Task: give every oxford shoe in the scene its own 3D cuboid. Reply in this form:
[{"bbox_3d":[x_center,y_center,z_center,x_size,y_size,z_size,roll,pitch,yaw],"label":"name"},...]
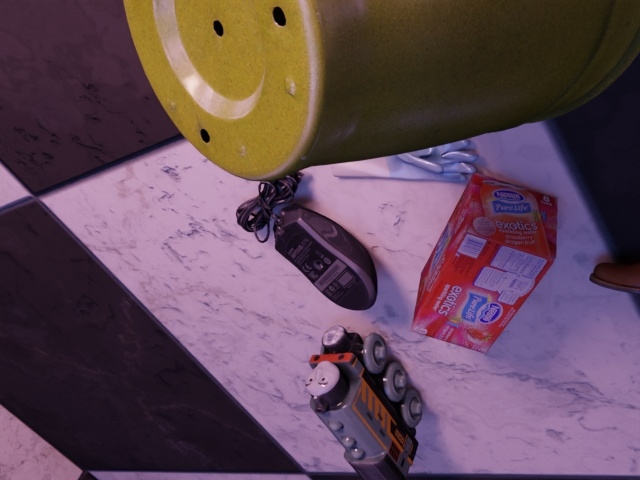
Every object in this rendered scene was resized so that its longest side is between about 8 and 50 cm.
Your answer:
[{"bbox_3d":[0.479,0.035,1.002,0.212,0.076,0.076,-2,103,32],"label":"oxford shoe"}]

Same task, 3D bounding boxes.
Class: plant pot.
[{"bbox_3d":[0.039,-0.220,0.624,0.366,0.353,0.366,32,137,36],"label":"plant pot"}]

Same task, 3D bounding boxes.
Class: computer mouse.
[{"bbox_3d":[0.000,0.000,1.208,0.272,0.072,0.188,45,140,-3],"label":"computer mouse"}]

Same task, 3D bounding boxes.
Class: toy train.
[{"bbox_3d":[0.086,0.318,1.401,0.142,0.190,0.334,-9,129,34],"label":"toy train"}]

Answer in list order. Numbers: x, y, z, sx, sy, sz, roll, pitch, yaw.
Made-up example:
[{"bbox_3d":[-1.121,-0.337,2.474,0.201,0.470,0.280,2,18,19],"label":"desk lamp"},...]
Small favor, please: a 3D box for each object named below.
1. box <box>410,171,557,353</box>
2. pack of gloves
[{"bbox_3d":[0.234,0.040,1.072,0.128,0.122,0.256,18,140,1],"label":"box"},{"bbox_3d":[0.099,-0.149,1.008,0.232,0.046,0.195,4,136,24],"label":"pack of gloves"}]
